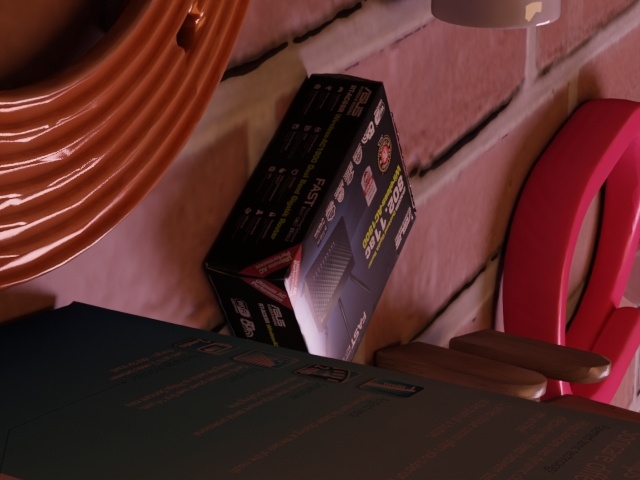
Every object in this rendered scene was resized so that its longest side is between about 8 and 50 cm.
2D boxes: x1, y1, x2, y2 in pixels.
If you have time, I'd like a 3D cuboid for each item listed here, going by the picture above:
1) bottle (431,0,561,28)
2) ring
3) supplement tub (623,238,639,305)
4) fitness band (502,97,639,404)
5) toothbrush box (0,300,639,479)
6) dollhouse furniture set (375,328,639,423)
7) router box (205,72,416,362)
[{"bbox_3d":[0.089,-0.245,0.717,0.118,0.092,0.282,-36,131,-59],"label":"bottle"},{"bbox_3d":[-0.092,-0.151,0.424,0.336,0.032,0.336,-35,130,-57],"label":"ring"},{"bbox_3d":[0.297,0.005,1.306,0.107,0.071,0.071,-52,143,-50],"label":"supplement tub"},{"bbox_3d":[0.194,0.015,1.109,0.291,0.054,0.209,-48,138,-52],"label":"fitness band"},{"bbox_3d":[-0.005,0.118,0.392,0.216,0.296,0.126,-20,117,-64],"label":"toothbrush box"},{"bbox_3d":[0.149,0.169,0.867,0.242,0.161,0.212,-6,105,-52],"label":"dollhouse furniture set"},{"bbox_3d":[0.000,0.000,0.676,0.092,0.038,0.122,73,35,-47],"label":"router box"}]
